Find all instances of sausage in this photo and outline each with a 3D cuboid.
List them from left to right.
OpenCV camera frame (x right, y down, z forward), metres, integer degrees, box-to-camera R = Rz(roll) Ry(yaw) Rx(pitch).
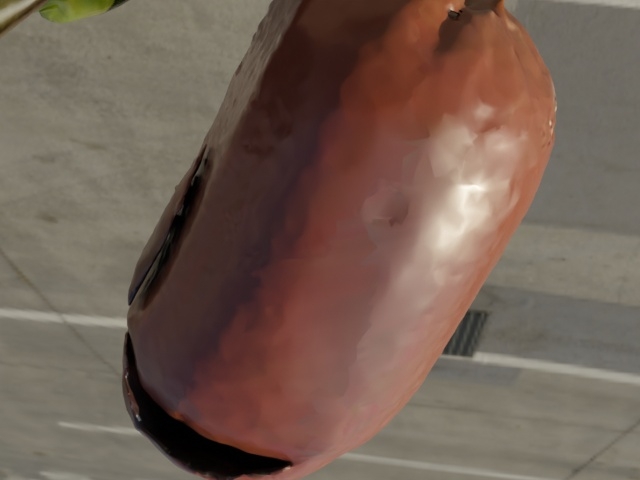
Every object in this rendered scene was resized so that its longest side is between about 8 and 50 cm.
[{"bbox_3d":[0.000,0.000,0.426,0.152,0.152,0.279,18,118,-22],"label":"sausage"}]

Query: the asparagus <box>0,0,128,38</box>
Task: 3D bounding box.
[{"bbox_3d":[-0.081,-0.131,0.354,0.287,0.080,0.080,-26,166,-21],"label":"asparagus"}]
